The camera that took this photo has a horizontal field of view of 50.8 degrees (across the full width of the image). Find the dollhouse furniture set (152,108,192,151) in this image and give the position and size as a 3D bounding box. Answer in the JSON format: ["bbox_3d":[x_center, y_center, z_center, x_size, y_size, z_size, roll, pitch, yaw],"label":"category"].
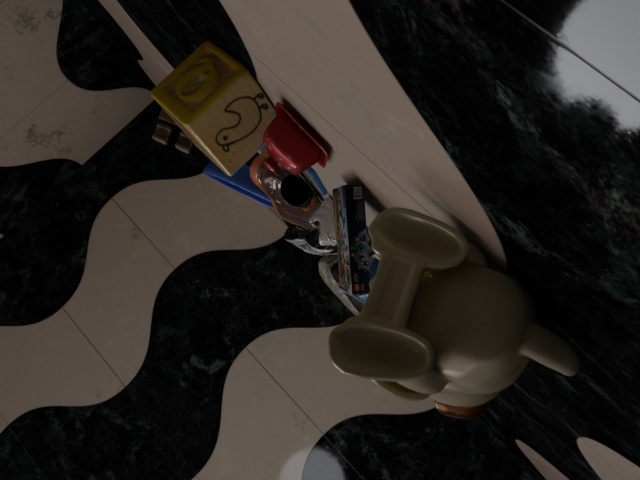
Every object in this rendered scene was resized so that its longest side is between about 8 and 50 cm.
[{"bbox_3d":[-0.385,-0.376,2.150,0.242,0.212,0.161,22,178,-8],"label":"dollhouse furniture set"}]

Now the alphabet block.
[{"bbox_3d":[-0.236,-0.305,1.561,0.193,0.192,0.197,40,173,38],"label":"alphabet block"}]

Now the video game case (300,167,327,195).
[{"bbox_3d":[-0.054,-0.201,1.860,0.166,0.015,0.119,44,174,30],"label":"video game case"}]

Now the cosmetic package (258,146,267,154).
[{"bbox_3d":[-0.177,-0.289,1.928,0.041,0.060,0.115,49,176,-41],"label":"cosmetic package"}]

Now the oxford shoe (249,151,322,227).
[{"bbox_3d":[-0.067,-0.114,1.951,0.133,0.130,0.364,36,177,37],"label":"oxford shoe"}]

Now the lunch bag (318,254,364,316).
[{"bbox_3d":[0.125,0.145,2.255,0.287,0.169,0.235,42,176,-8],"label":"lunch bag"}]

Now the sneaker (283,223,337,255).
[{"bbox_3d":[0.000,0.000,2.371,0.122,0.110,0.283,41,165,-36],"label":"sneaker"}]

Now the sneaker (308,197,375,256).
[{"bbox_3d":[0.057,-0.013,1.853,0.232,0.115,0.090,42,174,36],"label":"sneaker"}]

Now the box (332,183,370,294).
[{"bbox_3d":[0.067,-0.004,1.488,0.159,0.044,0.233,-177,82,-81],"label":"box"}]

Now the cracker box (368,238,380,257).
[{"bbox_3d":[0.190,0.038,1.450,0.155,0.067,0.232,46,176,-2],"label":"cracker box"}]

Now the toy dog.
[{"bbox_3d":[0.238,0.160,1.188,0.396,0.284,0.408,6,159,17],"label":"toy dog"}]

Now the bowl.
[{"bbox_3d":[-0.197,-0.174,2.235,0.391,0.077,0.391,26,178,1],"label":"bowl"}]

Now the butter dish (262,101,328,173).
[{"bbox_3d":[-0.072,-0.197,1.456,0.160,0.118,0.160,47,175,0],"label":"butter dish"}]

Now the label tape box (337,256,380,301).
[{"bbox_3d":[0.199,0.143,1.661,0.249,0.115,0.348,31,174,-7],"label":"label tape box"}]
